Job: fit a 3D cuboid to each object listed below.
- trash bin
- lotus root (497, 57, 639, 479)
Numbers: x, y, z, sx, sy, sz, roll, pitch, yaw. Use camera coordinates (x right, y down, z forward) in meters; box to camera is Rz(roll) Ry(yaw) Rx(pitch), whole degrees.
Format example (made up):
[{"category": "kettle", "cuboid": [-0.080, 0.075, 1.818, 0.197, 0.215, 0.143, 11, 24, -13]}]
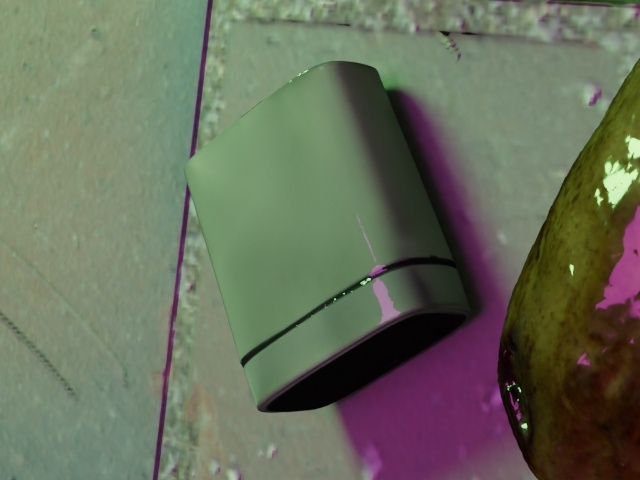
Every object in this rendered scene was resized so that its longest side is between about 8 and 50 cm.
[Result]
[{"category": "trash bin", "cuboid": [0.000, 0.000, 0.830, 0.116, 0.059, 0.130, -34, 65, 35]}, {"category": "lotus root", "cuboid": [0.147, 0.025, 0.645, 0.145, 0.128, 0.260, 30, 110, 30]}]
